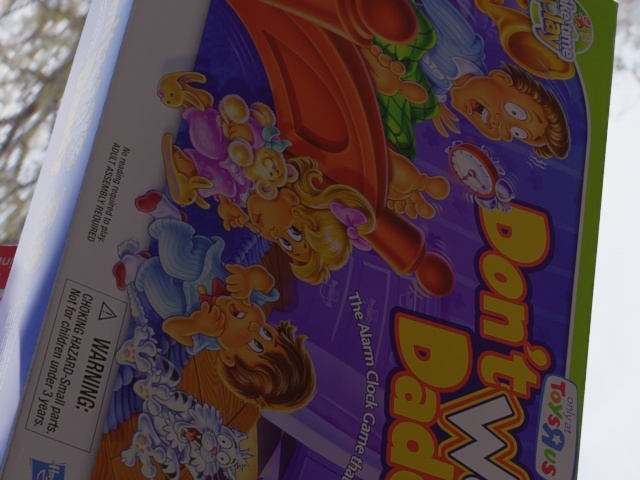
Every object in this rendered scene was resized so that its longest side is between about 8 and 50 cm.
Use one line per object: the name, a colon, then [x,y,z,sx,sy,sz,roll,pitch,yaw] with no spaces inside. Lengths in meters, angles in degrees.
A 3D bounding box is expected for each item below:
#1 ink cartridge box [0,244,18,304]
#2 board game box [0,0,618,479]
ink cartridge box: [-0.129,0.167,0.772,0.197,0.114,0.272,67,-151,-52]
board game box: [0.000,0.000,0.721,0.233,0.078,0.347,23,-124,-20]
